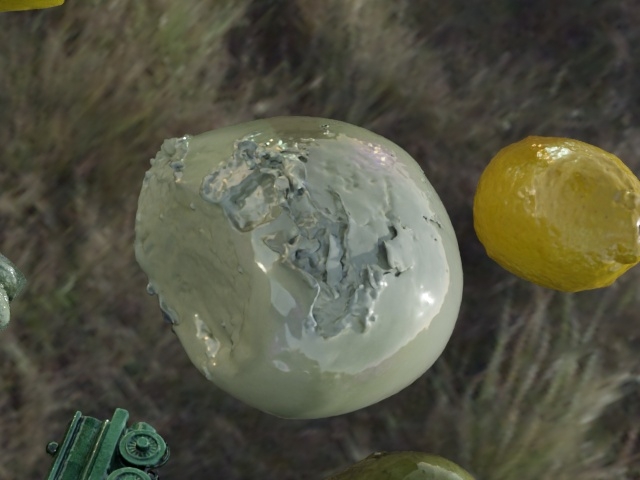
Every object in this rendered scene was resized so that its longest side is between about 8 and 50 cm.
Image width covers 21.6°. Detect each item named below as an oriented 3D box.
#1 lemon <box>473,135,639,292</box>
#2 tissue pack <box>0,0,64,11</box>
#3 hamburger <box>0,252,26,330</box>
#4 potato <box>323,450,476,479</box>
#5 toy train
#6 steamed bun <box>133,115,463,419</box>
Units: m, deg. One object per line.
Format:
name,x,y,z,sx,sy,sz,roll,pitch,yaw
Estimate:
lemon,0.182,-0.019,1.253,0.114,0.155,0.114,-22,121,-41
tissue pack,-0.324,-0.308,1.713,0.120,0.169,0.082,-7,61,-13
hamburger,-0.322,0.022,1.494,0.121,0.084,0.054,30,65,7
potato,0.053,0.354,1.788,0.269,0.359,0.219,17,51,-40
toy train,-0.187,0.207,1.361,0.111,0.071,0.170,18,41,-1
steamed bun,0.000,0.000,1.701,0.312,0.233,0.334,-17,63,-45
